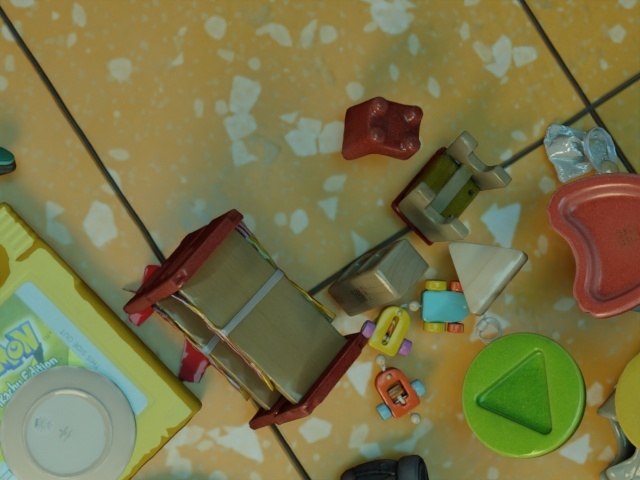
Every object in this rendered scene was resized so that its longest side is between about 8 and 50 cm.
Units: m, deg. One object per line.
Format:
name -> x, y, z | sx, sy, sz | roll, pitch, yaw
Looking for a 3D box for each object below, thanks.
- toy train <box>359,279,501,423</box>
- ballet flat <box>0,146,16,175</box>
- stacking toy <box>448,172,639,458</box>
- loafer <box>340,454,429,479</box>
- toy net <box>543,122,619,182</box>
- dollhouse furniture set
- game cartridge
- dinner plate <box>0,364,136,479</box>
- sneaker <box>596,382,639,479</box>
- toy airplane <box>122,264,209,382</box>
toy train -> 0.110, 0.116, 1.619 | 0.166, 0.046, 0.125 | -37, 99, -7
ballet flat -> -0.427, -0.088, 1.556 | 0.203, 0.074, 0.074 | 16, 86, -12
stacking toy -> 0.293, 0.100, 1.566 | 0.279, 0.130, 0.309 | -13, 72, 21
loafer -> 0.080, 0.385, 1.584 | 0.095, 0.109, 0.303 | -6, 82, 13
toy net -> 0.358, -0.068, 1.645 | 0.232, 0.045, 0.122 | 40, 70, 2
dollhouse furniture set -> 0.000, 0.000, 1.566 | 0.201, 0.152, 0.374 | 46, 65, -9
game cartridge -> -0.336, 0.160, 1.559 | 0.285, 0.052, 0.324 | -45, 94, -7
dinner plate -> -0.263, 0.201, 1.535 | 0.141, 0.017, 0.141 | 0, 85, -5
sneaker -> 0.370, 0.161, 1.622 | 0.121, 0.099, 0.262 | 7, 85, -2
toy airplane -> -0.142, 0.073, 1.597 | 0.151, 0.028, 0.151 | 1, 86, -7
